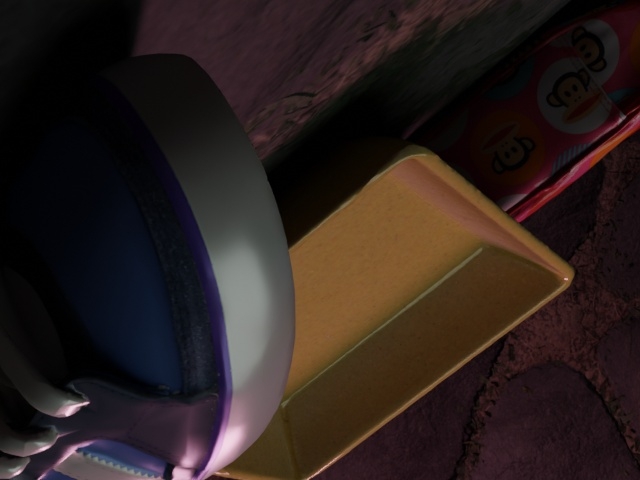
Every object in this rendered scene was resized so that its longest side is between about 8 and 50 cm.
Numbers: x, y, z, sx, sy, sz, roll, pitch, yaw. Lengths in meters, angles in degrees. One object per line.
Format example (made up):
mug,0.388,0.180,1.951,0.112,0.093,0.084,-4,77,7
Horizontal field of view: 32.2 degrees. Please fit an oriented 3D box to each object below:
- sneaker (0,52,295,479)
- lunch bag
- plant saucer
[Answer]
sneaker,-0.156,0.081,0.414,0.236,0.130,0.323,-22,157,-32
lunch bag,0.208,-0.110,1.053,0.293,0.120,0.258,-37,177,21
plant saucer,0.003,0.059,0.876,0.332,0.081,0.333,-40,148,14
